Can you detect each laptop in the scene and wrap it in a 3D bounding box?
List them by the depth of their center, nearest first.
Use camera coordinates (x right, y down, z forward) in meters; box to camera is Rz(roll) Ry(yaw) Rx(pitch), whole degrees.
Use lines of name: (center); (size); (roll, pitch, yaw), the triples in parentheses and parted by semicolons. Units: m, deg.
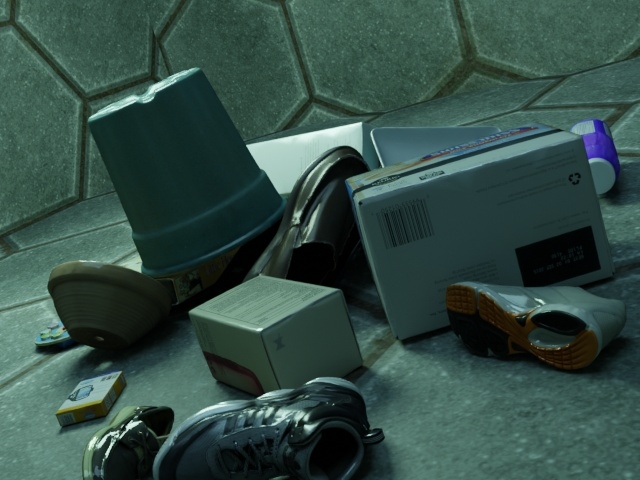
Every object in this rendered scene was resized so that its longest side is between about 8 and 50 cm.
laptop: (0.043, 0.041, 1.777); (0.382, 0.236, 0.408); (3, 53, 54)

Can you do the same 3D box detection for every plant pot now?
plant pot: (-0.409, 0.139, 1.659); (0.237, 0.237, 0.110); (-9, 57, 28)
plant pot: (-0.288, -0.151, 1.778); (0.341, 0.334, 0.341); (-23, 17, 8)

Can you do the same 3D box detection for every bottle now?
bottle: (0.547, -0.162, 1.742); (0.092, 0.118, 0.283); (-10, 17, 18)

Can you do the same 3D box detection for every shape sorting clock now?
shape sorting clock: (-0.519, 0.176, 1.878); (0.206, 0.040, 0.206); (-16, 15, 4)

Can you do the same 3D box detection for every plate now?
plate: (0.251, -0.106, 1.649); (0.277, 0.045, 0.278); (-3, 53, -14)

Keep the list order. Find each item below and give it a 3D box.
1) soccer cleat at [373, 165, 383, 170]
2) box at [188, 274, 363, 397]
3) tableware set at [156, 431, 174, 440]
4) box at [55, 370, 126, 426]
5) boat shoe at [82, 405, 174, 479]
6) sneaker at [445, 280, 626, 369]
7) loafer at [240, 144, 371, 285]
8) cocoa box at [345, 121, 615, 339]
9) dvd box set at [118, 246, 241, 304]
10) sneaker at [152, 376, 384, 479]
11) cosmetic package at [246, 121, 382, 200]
soccer cleat: (0.235, -0.095, 1.835); (0.318, 0.108, 0.116); (8, -9, 43)
box: (-0.071, 0.145, 1.313); (0.148, 0.127, 0.232); (-26, 18, -29)
tableware set: (-0.128, 0.243, 1.159); (0.141, 0.020, 0.168); (-14, 1, 31)
box: (-0.378, 0.259, 1.448); (0.081, 0.028, 0.136); (-15, 13, 9)
boat shoe: (-0.248, 0.272, 1.151); (0.073, 0.080, 0.223); (-20, 10, 8)
sneaker: (0.286, 0.102, 1.166); (0.121, 0.099, 0.262); (-19, 21, -35)
loafer: (0.000, 0.000, 1.529); (0.130, 0.134, 0.366); (12, 71, 52)
cocoa box: (0.238, -0.025, 1.372); (0.347, 0.231, 0.228); (-17, 14, 1)
dvd box set: (-0.316, 0.058, 1.960); (0.307, 0.062, 0.420); (-8, 12, 30)
sneaker: (-0.059, 0.241, 0.997); (0.268, 0.101, 0.153); (-18, 12, -12)
cosmetic package: (0.012, -0.180, 2.204); (0.385, 0.156, 0.217); (-8, -11, 39)
